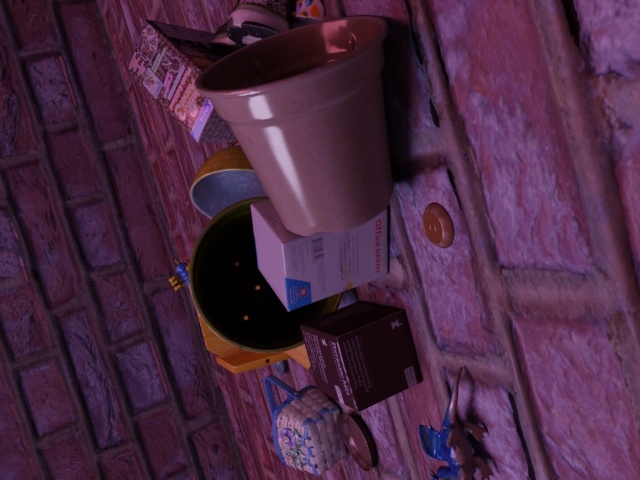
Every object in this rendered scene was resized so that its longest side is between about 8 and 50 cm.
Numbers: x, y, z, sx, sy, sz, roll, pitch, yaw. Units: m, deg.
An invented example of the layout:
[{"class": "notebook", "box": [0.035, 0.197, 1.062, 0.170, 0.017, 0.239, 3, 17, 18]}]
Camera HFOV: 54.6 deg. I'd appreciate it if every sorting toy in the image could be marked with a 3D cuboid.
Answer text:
[{"class": "sorting toy", "box": [-0.025, -0.480, 1.232, 0.083, 0.044, 0.075, 33, 117, 57]}]

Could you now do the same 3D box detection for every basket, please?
[{"class": "basket", "box": [-0.067, 0.560, 1.901, 0.289, 0.201, 0.255, 15, 122, 53]}]

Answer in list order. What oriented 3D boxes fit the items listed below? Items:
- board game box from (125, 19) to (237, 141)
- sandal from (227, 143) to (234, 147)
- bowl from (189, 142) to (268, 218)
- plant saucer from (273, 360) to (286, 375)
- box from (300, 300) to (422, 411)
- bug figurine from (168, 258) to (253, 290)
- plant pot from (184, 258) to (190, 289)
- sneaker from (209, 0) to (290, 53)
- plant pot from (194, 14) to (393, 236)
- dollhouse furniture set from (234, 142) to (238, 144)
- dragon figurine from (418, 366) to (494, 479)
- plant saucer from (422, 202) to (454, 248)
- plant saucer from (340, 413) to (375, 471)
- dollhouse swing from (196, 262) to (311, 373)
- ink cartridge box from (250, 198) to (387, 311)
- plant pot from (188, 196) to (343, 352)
[{"class": "board game box", "box": [-0.274, -0.377, 1.490, 0.291, 0.232, 0.141, 44, 119, 21]}, {"class": "sandal", "box": [-0.270, -0.225, 1.971, 0.072, 0.049, 0.180, 14, 120, 64]}, {"class": "bowl", "box": [-0.178, -0.162, 1.590, 0.289, 0.289, 0.156, 117, 161, -60]}, {"class": "plant saucer", "box": [-0.149, 0.427, 2.228, 0.119, 0.021, 0.119, 50, 150, 43]}, {"class": "box", "box": [0.084, 0.243, 1.353, 0.203, 0.167, 0.169, 0, 107, 67]}, {"class": "bug figurine", "box": [-0.302, 0.089, 1.851, 0.216, 0.279, 0.072, 57, -174, 14]}, {"class": "plant pot", "box": [-0.398, 0.145, 2.374, 0.205, 0.187, 0.205, 50, 150, 43]}, {"class": "sneaker", "box": [-0.136, -0.505, 1.395, 0.182, 0.158, 0.410, -70, 22, 2]}, {"class": "plant pot", "box": [-0.011, -0.189, 1.099, 0.334, 0.333, 0.306, 36, 150, 55]}, {"class": "dollhouse furniture set", "box": [-0.239, -0.362, 1.746, 0.259, 0.135, 0.262, -16, 93, 56]}, {"class": "dragon figurine", "box": [0.247, 0.382, 1.189, 0.144, 0.085, 0.289, 0, 108, 66]}, {"class": "plant saucer", "box": [0.200, -0.024, 1.078, 0.083, 0.015, 0.083, 49, 149, 43]}, {"class": "plant saucer", "box": [0.108, 0.557, 1.723, 0.168, 0.029, 0.169, 48, 147, 46]}, {"class": "dollhouse swing", "box": [-0.210, 0.260, 1.932, 0.305, 0.315, 0.347, -135, 33, -67]}, {"class": "ink cartridge box", "box": [0.000, 0.000, 1.276, 0.168, 0.232, 0.171, 47, 148, 49]}, {"class": "plant pot", "box": [-0.153, 0.107, 1.608, 0.353, 0.366, 0.367, 137, 113, -75]}]
